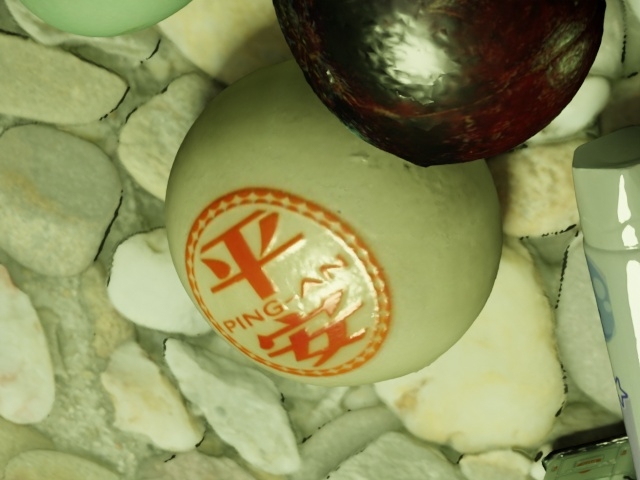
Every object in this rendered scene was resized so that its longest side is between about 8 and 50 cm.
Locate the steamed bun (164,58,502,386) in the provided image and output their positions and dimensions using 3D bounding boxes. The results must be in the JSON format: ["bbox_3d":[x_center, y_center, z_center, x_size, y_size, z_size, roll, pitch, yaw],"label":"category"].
[{"bbox_3d":[0.000,0.000,1.160,0.232,0.145,0.231,9,120,16],"label":"steamed bun"}]

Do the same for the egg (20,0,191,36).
[{"bbox_3d":[-0.119,-0.225,1.067,0.168,0.168,0.231,30,128,3],"label":"egg"}]

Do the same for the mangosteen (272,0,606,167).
[{"bbox_3d":[0.078,-0.153,1.023,0.216,0.216,0.216,9,120,16],"label":"mangosteen"}]

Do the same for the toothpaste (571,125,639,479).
[{"bbox_3d":[0.242,0.108,1.154,0.080,0.125,0.371,12,126,56],"label":"toothpaste"}]

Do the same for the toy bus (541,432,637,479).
[{"bbox_3d":[0.223,0.235,1.237,0.087,0.089,0.194,-18,111,29],"label":"toy bus"}]
